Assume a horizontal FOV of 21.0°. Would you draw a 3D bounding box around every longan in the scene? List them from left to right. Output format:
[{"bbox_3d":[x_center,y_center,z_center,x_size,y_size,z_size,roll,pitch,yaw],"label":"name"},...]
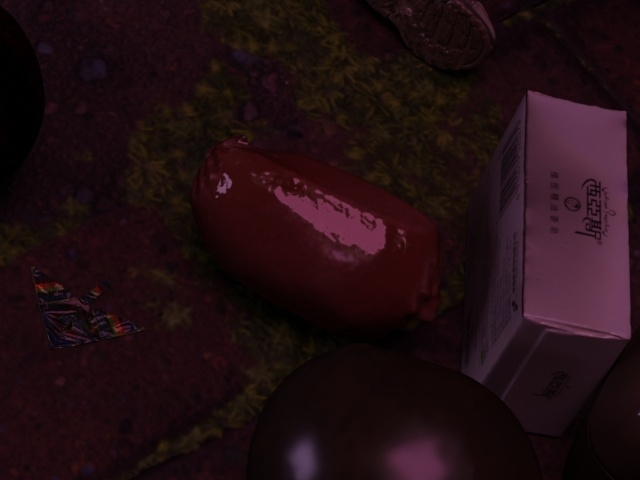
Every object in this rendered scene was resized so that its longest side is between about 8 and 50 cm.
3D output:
[{"bbox_3d":[0.059,0.207,1.421,0.258,0.258,0.258,7,56,-11],"label":"longan"}]

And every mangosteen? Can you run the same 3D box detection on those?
[{"bbox_3d":[-0.356,-0.134,1.577,0.216,0.216,0.216,7,56,-11],"label":"mangosteen"}]

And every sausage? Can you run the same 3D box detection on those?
[{"bbox_3d":[0.000,0.000,1.610,0.254,0.148,0.148,25,54,9],"label":"sausage"}]

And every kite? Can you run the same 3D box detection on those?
[{"bbox_3d":[-0.224,0.065,1.586,0.122,0.004,0.090,33,56,7],"label":"kite"}]

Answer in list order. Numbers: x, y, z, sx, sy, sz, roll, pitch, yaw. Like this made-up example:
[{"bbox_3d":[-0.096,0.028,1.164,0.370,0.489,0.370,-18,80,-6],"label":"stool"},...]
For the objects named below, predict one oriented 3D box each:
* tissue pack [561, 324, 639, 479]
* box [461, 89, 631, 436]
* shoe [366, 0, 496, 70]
[{"bbox_3d":[0.425,0.207,1.504,0.387,0.277,0.267,34,58,10],"label":"tissue pack"},{"bbox_3d":[0.207,0.022,1.615,0.111,0.194,0.260,9,56,-9],"label":"box"},{"bbox_3d":[0.124,-0.260,1.854,0.180,0.089,0.092,42,45,11],"label":"shoe"}]
